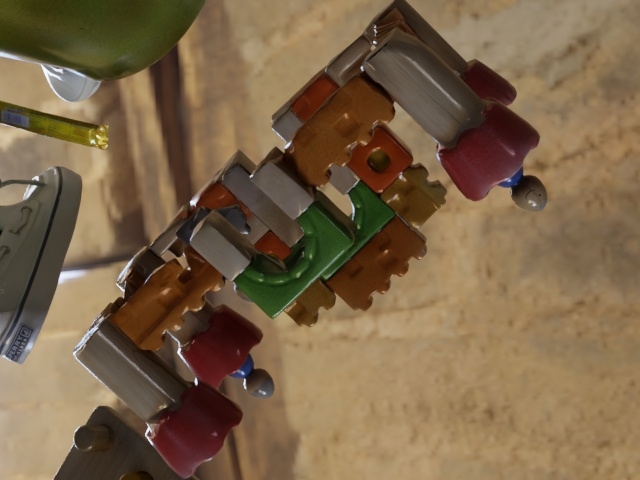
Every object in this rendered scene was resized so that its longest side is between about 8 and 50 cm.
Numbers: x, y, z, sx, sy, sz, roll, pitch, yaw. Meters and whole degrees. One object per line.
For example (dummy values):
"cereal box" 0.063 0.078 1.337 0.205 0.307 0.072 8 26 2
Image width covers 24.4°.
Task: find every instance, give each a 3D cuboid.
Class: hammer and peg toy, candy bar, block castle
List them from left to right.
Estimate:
"candy bar" -0.338 -0.145 1.819 0.040 0.161 0.018 106 -1 -45
"hammer and peg toy" -0.313 0.442 2.072 0.266 0.127 0.361 36 -80 25
"block castle" 0.000 0.000 1.419 0.453 0.213 0.303 -44 -170 13

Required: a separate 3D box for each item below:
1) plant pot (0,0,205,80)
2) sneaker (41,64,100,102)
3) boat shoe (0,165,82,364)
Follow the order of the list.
"plant pot" -0.296 -0.334 1.486 0.366 0.353 0.366 -13 -114 32
"sneaker" -0.338 -0.269 1.811 0.110 0.118 0.292 24 -34 19
"boat shoe" -0.397 0.002 1.816 0.136 0.156 0.367 -56 -163 31
